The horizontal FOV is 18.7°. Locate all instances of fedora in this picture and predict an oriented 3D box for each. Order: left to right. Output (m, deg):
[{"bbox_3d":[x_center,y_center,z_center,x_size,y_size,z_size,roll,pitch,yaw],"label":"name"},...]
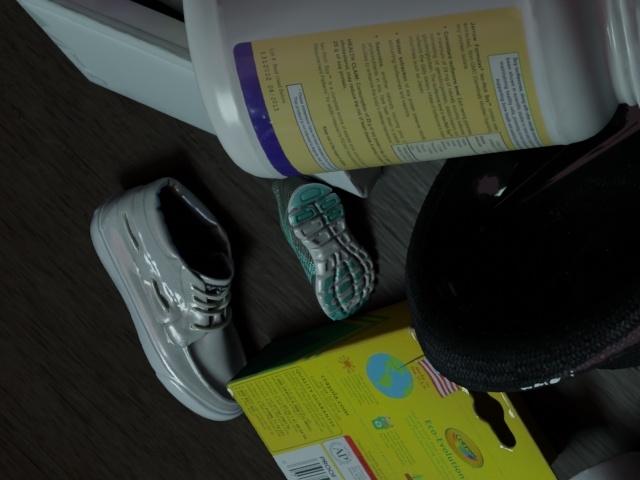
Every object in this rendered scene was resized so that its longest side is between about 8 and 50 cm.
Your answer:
[{"bbox_3d":[0.229,-0.001,1.521,0.334,0.334,0.152,-13,145,43],"label":"fedora"}]

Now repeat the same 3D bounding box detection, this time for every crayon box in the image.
[{"bbox_3d":[0.082,0.166,1.841,0.318,0.081,0.202,-19,107,45],"label":"crayon box"}]

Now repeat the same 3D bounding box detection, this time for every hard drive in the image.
[{"bbox_3d":[-0.107,-0.141,1.719,0.307,0.040,0.203,24,168,23],"label":"hard drive"}]

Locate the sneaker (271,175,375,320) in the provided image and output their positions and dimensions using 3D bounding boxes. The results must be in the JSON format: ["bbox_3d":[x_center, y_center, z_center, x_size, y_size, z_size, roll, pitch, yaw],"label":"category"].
[{"bbox_3d":[0.000,0.000,1.810,0.076,0.065,0.166,44,158,50],"label":"sneaker"}]

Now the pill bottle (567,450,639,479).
[{"bbox_3d":[0.299,0.325,1.674,0.272,0.152,0.152,64,144,26],"label":"pill bottle"}]

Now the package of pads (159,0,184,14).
[{"bbox_3d":[-0.061,-0.306,1.592,0.229,0.101,0.296,29,135,18],"label":"package of pads"}]

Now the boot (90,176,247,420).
[{"bbox_3d":[-0.124,0.060,1.914,0.123,0.095,0.258,-20,106,52],"label":"boot"}]

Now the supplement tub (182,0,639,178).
[{"bbox_3d":[0.087,-0.178,1.407,0.331,0.241,0.241,-6,119,13],"label":"supplement tub"}]
